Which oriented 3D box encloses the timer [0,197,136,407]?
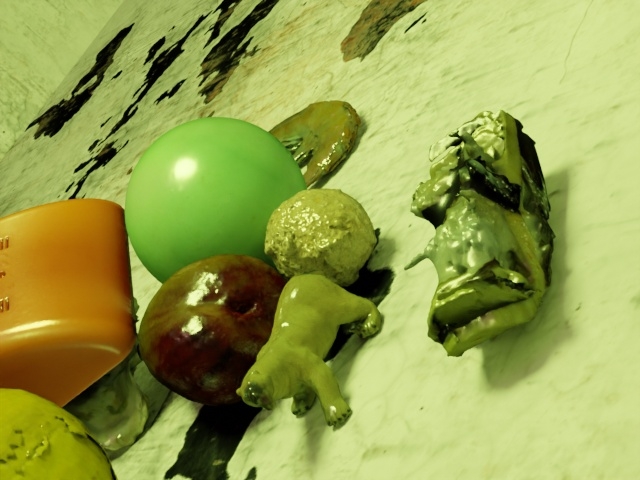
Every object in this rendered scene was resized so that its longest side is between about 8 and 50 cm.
[{"bbox_3d":[-0.346,0.082,1.833,0.250,0.161,0.257,-25,44,13],"label":"timer"}]

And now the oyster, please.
[{"bbox_3d":[-0.316,0.179,1.911,0.351,0.114,0.238,-33,40,51],"label":"oyster"}]

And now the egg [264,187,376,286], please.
[{"bbox_3d":[0.000,0.000,1.624,0.118,0.116,0.140,-32,7,-32],"label":"egg"}]

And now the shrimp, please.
[{"bbox_3d":[-0.042,-0.102,1.985,0.253,0.058,0.173,-29,35,36],"label":"shrimp"}]

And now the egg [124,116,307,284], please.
[{"bbox_3d":[-0.125,-0.035,1.773,0.220,0.220,0.269,-53,6,-15],"label":"egg"}]

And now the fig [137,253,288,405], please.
[{"bbox_3d":[-0.143,0.108,1.659,0.274,0.145,0.170,-19,43,52],"label":"fig"}]

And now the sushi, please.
[{"bbox_3d":[0.135,-0.004,1.355,0.139,0.131,0.291,-34,32,28],"label":"sushi"}]

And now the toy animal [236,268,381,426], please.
[{"bbox_3d":[-0.020,0.110,1.479,0.103,0.101,0.219,-26,29,40],"label":"toy animal"}]

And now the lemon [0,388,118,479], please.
[{"bbox_3d":[-0.345,0.298,1.528,0.297,0.297,0.297,-39,22,19],"label":"lemon"}]
